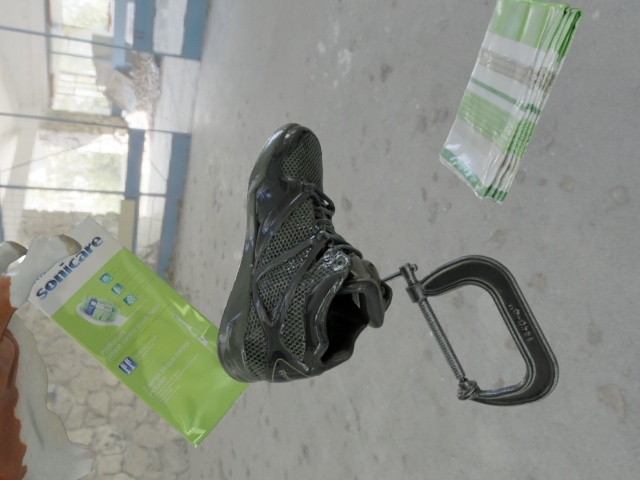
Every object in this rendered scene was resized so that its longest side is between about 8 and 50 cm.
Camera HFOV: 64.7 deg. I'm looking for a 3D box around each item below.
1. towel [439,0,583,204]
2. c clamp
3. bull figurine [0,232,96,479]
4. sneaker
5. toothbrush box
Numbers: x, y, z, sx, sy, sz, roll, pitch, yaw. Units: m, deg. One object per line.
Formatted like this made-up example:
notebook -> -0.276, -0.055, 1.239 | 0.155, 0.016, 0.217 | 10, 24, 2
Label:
towel -> 0.145, -0.119, 0.419 | 0.113, 0.023, 0.152 | -112, 32, -58
c clamp -> 0.125, 0.082, 0.453 | 0.137, 0.022, 0.161 | -35, 83, 31
bull figurine -> -0.267, 0.062, 0.306 | 0.101, 0.310, 0.188 | -24, 45, 48
sneaker -> 0.000, 0.000, 0.409 | 0.130, 0.087, 0.227 | -7, 60, 30
toothbrush box -> -0.227, 0.123, 0.676 | 0.283, 0.122, 0.206 | 43, 162, -1
